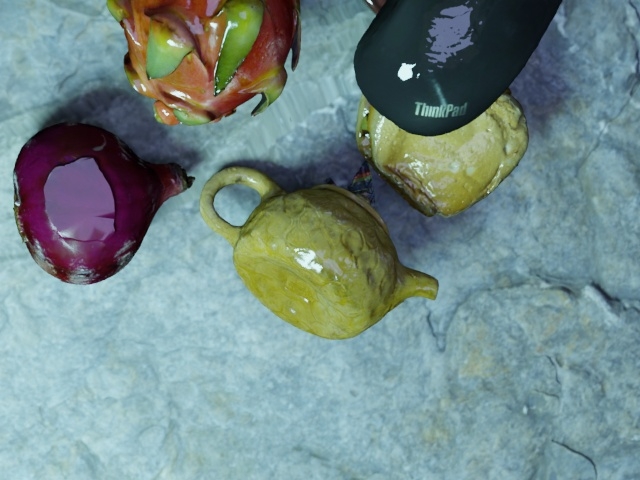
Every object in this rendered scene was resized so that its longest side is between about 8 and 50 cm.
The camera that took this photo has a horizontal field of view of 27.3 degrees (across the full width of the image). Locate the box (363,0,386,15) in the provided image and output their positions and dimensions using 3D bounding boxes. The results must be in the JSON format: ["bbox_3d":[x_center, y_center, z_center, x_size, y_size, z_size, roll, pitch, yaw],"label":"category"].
[{"bbox_3d":[0.193,-0.426,1.543,0.404,0.108,0.263,-35,111,-1],"label":"box"}]

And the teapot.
[{"bbox_3d":[0.000,0.000,1.599,0.311,0.203,0.167,31,63,8],"label":"teapot"}]

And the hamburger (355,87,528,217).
[{"bbox_3d":[0.148,-0.140,1.616,0.213,0.108,0.214,-3,106,-11],"label":"hamburger"}]

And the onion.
[{"bbox_3d":[-0.249,-0.047,1.546,0.218,0.140,0.195,-10,101,-14],"label":"onion"}]

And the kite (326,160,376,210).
[{"bbox_3d":[0.037,-0.046,1.673,0.090,0.004,0.122,41,94,-19],"label":"kite"}]

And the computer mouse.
[{"bbox_3d":[0.160,-0.241,1.480,0.170,0.100,0.269,29,97,-22],"label":"computer mouse"}]

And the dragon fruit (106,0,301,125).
[{"bbox_3d":[-0.128,-0.234,1.466,0.224,0.224,0.227,-7,131,-11],"label":"dragon fruit"}]
